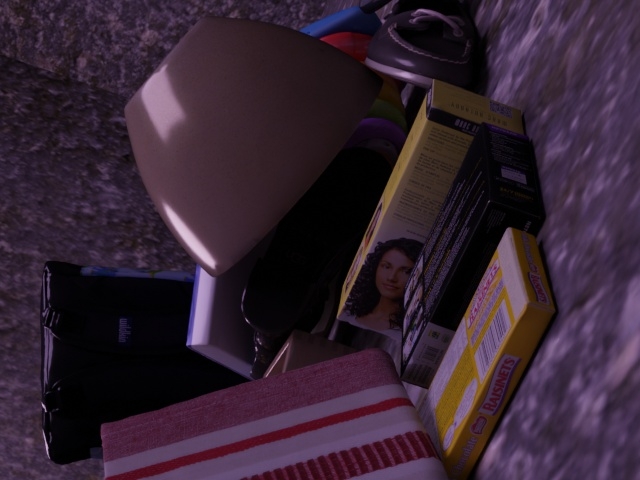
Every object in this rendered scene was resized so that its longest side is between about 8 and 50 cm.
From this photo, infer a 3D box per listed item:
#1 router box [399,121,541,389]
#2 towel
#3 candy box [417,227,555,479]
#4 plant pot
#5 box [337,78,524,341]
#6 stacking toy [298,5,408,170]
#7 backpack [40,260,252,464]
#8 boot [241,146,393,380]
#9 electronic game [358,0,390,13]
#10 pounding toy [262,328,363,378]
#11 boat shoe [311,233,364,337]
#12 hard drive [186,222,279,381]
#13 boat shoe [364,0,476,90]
[{"bbox_3d":[0.115,0.013,1.019,0.133,0.046,0.179,-82,13,-58],"label":"router box"},{"bbox_3d":[-0.028,0.190,0.871,0.329,0.237,0.037,-114,9,-64],"label":"towel"},{"bbox_3d":[0.109,0.102,0.917,0.105,0.027,0.206,-85,15,-61],"label":"candy box"},{"bbox_3d":[-0.097,-0.128,1.373,0.284,0.191,0.284,-48,10,11],"label":"plant pot"},{"bbox_3d":[0.093,-0.019,1.120,0.058,0.087,0.232,-79,9,-59],"label":"box"},{"bbox_3d":[0.049,-0.126,1.556,0.166,0.175,0.302,56,-171,-44],"label":"stacking toy"},{"bbox_3d":[-0.205,0.171,1.839,0.273,0.355,0.290,85,180,-80],"label":"backpack"},{"bbox_3d":[-0.012,0.031,1.460,0.263,0.091,0.229,-53,-11,-12],"label":"boot"},{"bbox_3d":[0.133,-0.346,1.491,0.229,0.048,0.229,-42,11,10],"label":"electronic game"},{"bbox_3d":[-0.032,0.229,1.391,0.206,0.094,0.181,122,165,-56],"label":"pounding toy"},{"bbox_3d":[0.001,0.000,1.717,0.095,0.095,0.257,-172,100,-83],"label":"boat shoe"},{"bbox_3d":[-0.082,0.004,1.593,0.210,0.040,0.318,38,-128,-58],"label":"hard drive"},{"bbox_3d":[0.112,-0.228,1.394,0.335,0.112,0.095,-86,11,-76],"label":"boat shoe"}]
